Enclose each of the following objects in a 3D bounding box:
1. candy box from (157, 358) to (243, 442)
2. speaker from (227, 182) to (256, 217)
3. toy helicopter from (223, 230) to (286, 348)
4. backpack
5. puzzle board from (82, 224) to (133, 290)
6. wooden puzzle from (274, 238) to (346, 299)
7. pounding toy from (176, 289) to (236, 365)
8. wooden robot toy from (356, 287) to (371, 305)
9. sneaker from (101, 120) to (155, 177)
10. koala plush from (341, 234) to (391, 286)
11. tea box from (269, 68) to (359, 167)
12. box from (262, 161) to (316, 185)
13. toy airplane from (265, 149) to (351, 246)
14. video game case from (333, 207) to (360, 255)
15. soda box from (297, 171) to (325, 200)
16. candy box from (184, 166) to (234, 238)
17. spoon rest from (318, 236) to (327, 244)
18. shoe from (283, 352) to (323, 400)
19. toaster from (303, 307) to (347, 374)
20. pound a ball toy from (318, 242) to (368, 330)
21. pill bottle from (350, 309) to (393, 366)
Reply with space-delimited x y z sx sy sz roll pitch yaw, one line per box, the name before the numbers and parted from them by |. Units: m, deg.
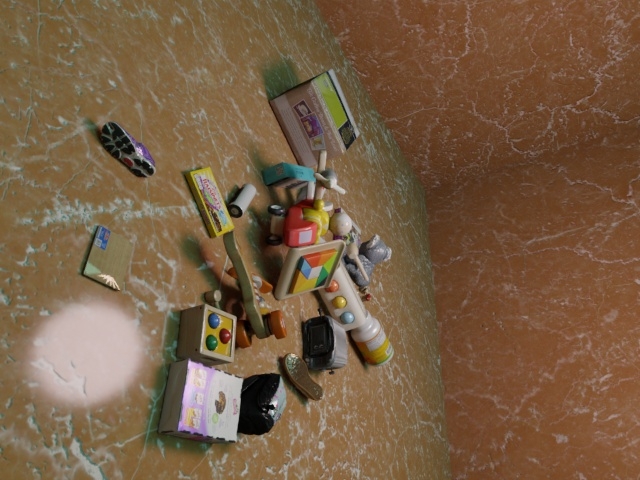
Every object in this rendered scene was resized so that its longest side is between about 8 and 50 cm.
candy box | -0.288 0.402 1.156 0.196 0.070 0.164 39 42 -45
speaker | -0.258 -0.133 1.547 0.055 0.055 0.136 59 30 -28
toy helicopter | -0.211 0.126 1.389 0.235 0.140 0.354 -103 178 -65
backpack | -0.170 0.454 1.312 0.182 0.152 0.115 -51 137 -63
puzzle board | -0.480 0.040 1.063 0.096 0.011 0.128 41 40 -46
wooden puzzle | -0.031 0.106 1.632 0.239 0.220 0.044 -8 40 -39
pounding toy | -0.277 0.224 1.261 0.181 0.094 0.205 38 44 -50
wooden robot toy | 0.186 0.250 2.194 0.079 0.076 0.173 54 30 -14
sneaker | -0.481 -0.232 1.179 0.169 0.068 0.071 59 13 -45
koala plush | 0.206 0.079 2.084 0.196 0.221 0.203 46 6 -45
tea box | -0.013 -0.541 2.078 0.328 0.220 0.323 64 27 -18
box | -0.118 -0.251 1.841 0.244 0.101 0.060 -4 77 -64
toy airplane | -0.011 -0.082 1.739 0.386 0.273 0.384 71 34 -63
video game case | 0.131 -0.009 2.258 0.210 0.042 0.232 46 38 -42
soda box | -0.031 -0.217 2.028 0.073 0.069 0.216 59 29 -27
candy box | -0.333 -0.117 1.423 0.205 0.027 0.105 69 23 -10
spoon rest | 0.000 0.000 1.978 0.137 0.084 0.276 -16 103 -63
shoe | -0.070 0.465 1.587 0.076 0.058 0.219 -50 118 -36
toaster | 0.020 0.375 1.728 0.146 0.129 0.226 40 39 -55
pound a ball toy | 0.104 0.194 1.878 0.135 0.208 0.319 -80 147 -65
pill bottle | 0.216 0.426 2.070 0.245 0.137 0.136 61 29 -24
